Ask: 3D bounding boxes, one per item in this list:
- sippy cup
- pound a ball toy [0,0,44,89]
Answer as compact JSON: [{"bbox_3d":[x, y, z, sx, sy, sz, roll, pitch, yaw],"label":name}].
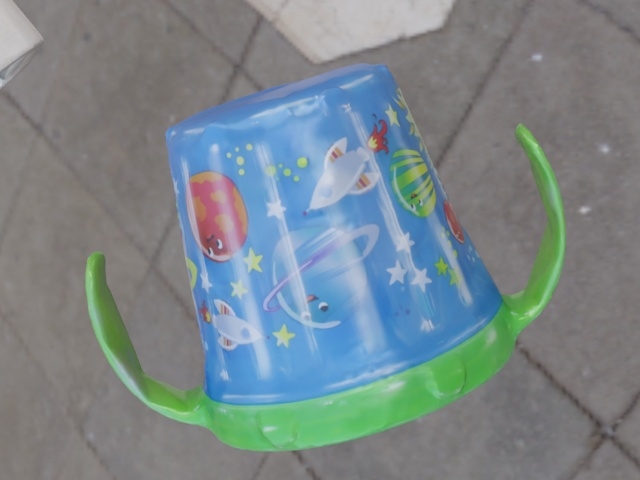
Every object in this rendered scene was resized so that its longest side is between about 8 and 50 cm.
[{"bbox_3d":[0.000,0.000,0.928,0.240,0.305,0.224,0,110,55],"label":"sippy cup"},{"bbox_3d":[-0.278,-0.183,0.623,0.319,0.136,0.208,51,166,-10],"label":"pound a ball toy"}]
